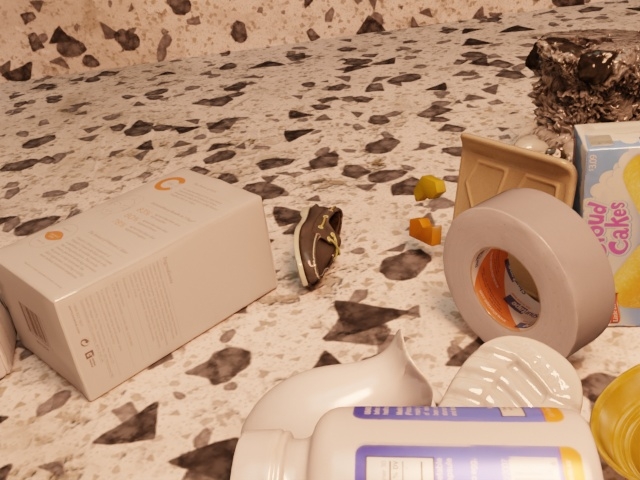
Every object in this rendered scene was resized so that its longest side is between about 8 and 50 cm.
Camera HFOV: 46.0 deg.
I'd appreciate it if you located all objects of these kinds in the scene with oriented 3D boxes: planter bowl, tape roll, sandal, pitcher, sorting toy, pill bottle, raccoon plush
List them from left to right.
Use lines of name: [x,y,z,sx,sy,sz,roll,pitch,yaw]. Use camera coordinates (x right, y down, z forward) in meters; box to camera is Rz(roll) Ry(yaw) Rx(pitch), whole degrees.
pitcher: [0.033,0.201,0.831,0.207,0.178,0.126,-30,51,6]
pill bottle: [0.071,0.208,0.595,0.271,0.152,0.152,-1,29,6]
sandal: [0.117,0.270,0.705,0.169,0.102,0.416,35,64,26]
sorting toy: [0.239,-0.037,1.090,0.041,0.229,0.307,-11,23,-29]
tape roll: [0.254,0.048,0.946,0.072,0.219,0.219,-24,33,-28]
raccoon plush: [0.518,-0.187,1.251,0.446,0.299,0.216,-4,24,-2]
planter bowl: [0.387,0.205,0.743,0.217,0.090,0.217,-20,20,8]

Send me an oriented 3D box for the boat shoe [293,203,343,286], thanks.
boat shoe: [0.000,0.000,1.237,0.068,0.081,0.228,-8,26,8]

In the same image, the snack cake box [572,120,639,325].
snack cake box: [0.406,-0.019,0.980,0.152,0.265,0.089,-3,30,9]

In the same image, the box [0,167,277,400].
box: [-0.269,0.046,1.132,0.345,0.168,0.215,-30,36,-34]

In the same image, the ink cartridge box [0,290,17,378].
ink cartridge box: [-0.548,0.127,1.136,0.158,0.092,0.218,-14,31,-10]
